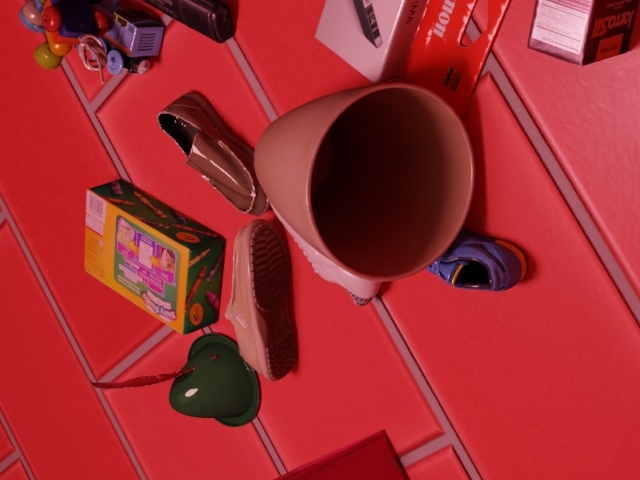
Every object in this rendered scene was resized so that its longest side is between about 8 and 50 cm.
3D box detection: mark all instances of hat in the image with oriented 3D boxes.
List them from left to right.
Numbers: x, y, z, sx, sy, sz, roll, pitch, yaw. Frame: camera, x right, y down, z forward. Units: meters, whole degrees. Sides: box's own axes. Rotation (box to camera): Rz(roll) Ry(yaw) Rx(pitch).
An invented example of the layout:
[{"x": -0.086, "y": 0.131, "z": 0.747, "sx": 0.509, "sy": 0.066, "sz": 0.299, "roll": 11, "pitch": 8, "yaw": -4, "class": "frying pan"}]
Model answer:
[{"x": -0.235, "y": 0.267, "z": 2.180, "sx": 0.208, "sy": 0.183, "sz": 0.173, "roll": -22, "pitch": 90, "yaw": 47, "class": "hat"}]

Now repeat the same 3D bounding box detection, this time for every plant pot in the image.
[{"x": 0.028, "y": -0.095, "z": 1.762, "sx": 0.274, "sy": 0.256, "sz": 0.256, "roll": 19, "pitch": 119, "yaw": 59, "class": "plant pot"}]

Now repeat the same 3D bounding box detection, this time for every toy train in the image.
[{"x": -0.416, "y": -0.322, "z": 2.087, "sx": 0.143, "sy": 0.105, "sz": 0.248, "roll": -39, "pitch": 62, "yaw": 45, "class": "toy train"}, {"x": -0.338, "y": -0.343, "z": 2.133, "sx": 0.184, "sy": 0.080, "sz": 0.105, "roll": 36, "pitch": 119, "yaw": 33, "class": "toy train"}]

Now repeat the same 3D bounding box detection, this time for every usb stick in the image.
[{"x": -0.240, "y": -0.387, "z": 2.031, "sx": 0.278, "sy": 0.045, "sz": 0.077, "roll": 32, "pitch": 154, "yaw": 33, "class": "usb stick"}]

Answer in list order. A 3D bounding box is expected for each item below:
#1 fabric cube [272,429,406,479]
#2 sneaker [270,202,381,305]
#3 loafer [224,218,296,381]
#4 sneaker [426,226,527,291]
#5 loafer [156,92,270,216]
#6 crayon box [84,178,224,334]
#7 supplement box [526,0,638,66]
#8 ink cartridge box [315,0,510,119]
[{"x": -0.001, "y": 0.478, "z": 1.977, "sx": 0.259, "sy": 0.254, "sz": 0.258, "roll": -33, "pitch": 79, "yaw": 47, "class": "fabric cube"}, {"x": 0.000, "y": 0.000, "z": 1.919, "sx": 0.235, "sy": 0.090, "sz": 0.095, "roll": 45, "pitch": 141, "yaw": 26, "class": "sneaker"}, {"x": -0.105, "y": 0.094, "z": 2.044, "sx": 0.092, "sy": 0.102, "sz": 0.268, "roll": 9, "pitch": 112, "yaw": 37, "class": "loafer"}, {"x": 0.176, "y": 0.023, "z": 1.750, "sx": 0.209, "sy": 0.082, "sz": 0.069, "roll": 16, "pitch": 118, "yaw": 42, "class": "sneaker"}, {"x": -0.173, "y": -0.128, "z": 2.036, "sx": 0.251, "sy": 0.087, "sz": 0.094, "roll": 47, "pitch": 133, "yaw": 22, "class": "loafer"}, {"x": -0.291, "y": 0.025, "z": 2.218, "sx": 0.278, "sy": 0.081, "sz": 0.165, "roll": 29, "pitch": 124, "yaw": 35, "class": "crayon box"}, {"x": 0.311, "y": -0.304, "z": 1.470, "sx": 0.081, "sy": 0.104, "sz": 0.188, "roll": 28, "pitch": 124, "yaw": 35, "class": "supplement box"}, {"x": 0.125, "y": -0.324, "z": 1.684, "sx": 0.239, "sy": 0.060, "sz": 0.275, "roll": 42, "pitch": 131, "yaw": 28, "class": "ink cartridge box"}]
